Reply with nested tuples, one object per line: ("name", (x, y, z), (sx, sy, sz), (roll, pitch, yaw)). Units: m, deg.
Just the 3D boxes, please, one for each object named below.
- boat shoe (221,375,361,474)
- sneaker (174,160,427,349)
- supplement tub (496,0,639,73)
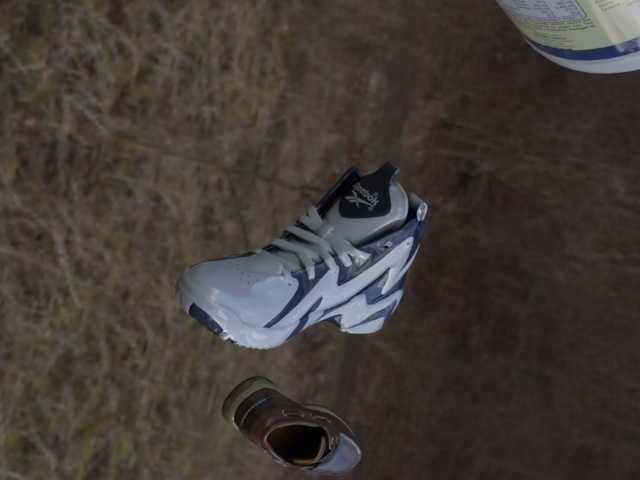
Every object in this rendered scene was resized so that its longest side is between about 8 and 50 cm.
("boat shoe", (-0.017, 0.179, 1.093), (0.064, 0.060, 0.178), (-49, 138, 4))
("sneaker", (0.000, 0.000, 0.979), (0.094, 0.235, 0.153), (48, -60, 39))
("supplement tub", (0.180, -0.304, 0.913), (0.325, 0.235, 0.235), (41, 52, -38))
